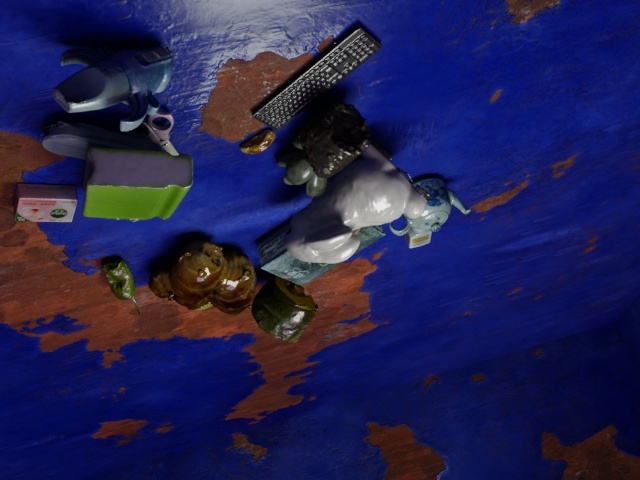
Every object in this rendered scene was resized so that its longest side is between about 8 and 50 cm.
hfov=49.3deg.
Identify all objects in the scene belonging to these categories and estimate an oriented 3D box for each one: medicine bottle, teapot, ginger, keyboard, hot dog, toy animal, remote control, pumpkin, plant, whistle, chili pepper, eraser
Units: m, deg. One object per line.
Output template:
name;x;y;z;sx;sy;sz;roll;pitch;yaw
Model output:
medicine bottle;0.308;-0.031;2.187;0.074;0.055;0.118;-15;150;-6
teapot;0.303;-0.086;1.997;0.231;0.159;0.159;-19;151;0
ginger;-0.318;0.126;1.981;0.274;0.153;0.357;-33;147;24
keyboard;-0.012;-0.344;1.499;0.309;0.018;0.101;-34;149;24
hot dog;-0.143;-0.222;1.613;0.090;0.034;0.030;-30;150;16
toy animal;0.070;-0.070;1.753;0.357;0.258;0.194;-44;146;3
remote control;-0.444;-0.193;1.437;0.247;0.052;0.104;10;163;-37
pumpkin;-0.076;0.201;2.144;0.280;0.190;0.139;-6;131;-57
plant;-0.003;-0.207;1.615;0.149;0.146;0.274;-30;174;-35
whistle;-0.358;-0.285;1.247;0.269;0.180;0.093;-36;171;-44
chili pepper;-0.547;0.118;1.917;0.072;0.073;0.204;-1;139;4
eraser;-0.394;-0.114;1.475;0.209;0.092;0.274;1;168;-19

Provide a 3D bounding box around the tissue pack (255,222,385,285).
tissue pack;0.000;0.000;2.006;0.315;0.103;0.228;-33;148;21

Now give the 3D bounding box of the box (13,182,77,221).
box;-0.615;-0.083;1.558;0.125;0.043;0.089;-1;146;-30

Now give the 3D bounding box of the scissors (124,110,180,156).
scissors;-0.339;-0.215;1.520;0.110;0.021;0.212;-17;152;10

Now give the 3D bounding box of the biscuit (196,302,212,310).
biscuit;-0.375;0.194;2.194;0.083;0.023;0.084;-14;150;-8
